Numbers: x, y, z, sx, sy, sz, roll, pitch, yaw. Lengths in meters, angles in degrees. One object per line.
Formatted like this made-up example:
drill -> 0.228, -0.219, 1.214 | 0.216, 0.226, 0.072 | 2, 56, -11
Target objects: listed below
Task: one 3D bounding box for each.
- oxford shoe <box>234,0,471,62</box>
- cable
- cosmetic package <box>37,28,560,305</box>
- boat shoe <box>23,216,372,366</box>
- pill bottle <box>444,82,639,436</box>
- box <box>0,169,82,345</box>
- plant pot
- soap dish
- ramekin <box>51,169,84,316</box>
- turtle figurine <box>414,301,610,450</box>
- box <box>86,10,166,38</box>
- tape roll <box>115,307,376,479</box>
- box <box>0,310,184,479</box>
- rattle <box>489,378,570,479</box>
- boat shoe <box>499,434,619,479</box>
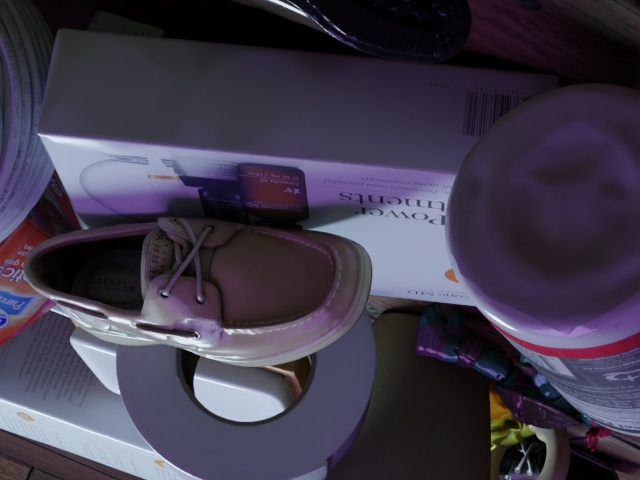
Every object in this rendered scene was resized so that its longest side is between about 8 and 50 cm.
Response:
oxford shoe -> -0.006, -0.182, 1.128 | 0.227, 0.082, 0.096 | 23, 180, -7
cable -> -0.323, -0.105, 1.344 | 0.257, 0.257, 0.089 | 32, -168, 26
cosmetic package -> -0.010, -0.048, 1.340 | 0.377, 0.097, 0.284 | 6, 161, 5
boat shoe -> -0.101, 0.031, 1.301 | 0.302, 0.109, 0.098 | 0, 160, 36
pill bottle -> 0.219, 0.035, 1.164 | 0.176, 0.176, 0.318 | 9, 162, 29
box -> -0.313, -0.045, 1.488 | 0.122, 0.128, 0.257 | 44, -167, -49
plant pot -> 0.080, 0.227, 1.804 | 0.257, 0.274, 0.256 | 16, 162, 5
soap dish -> -0.141, 0.135, 2.014 | 0.291, 0.118, 0.229 | 15, 160, 14
ramekin -> -0.252, 0.008, 1.797 | 0.207, 0.109, 0.207 | 18, 160, 7
turtle figurine -> 0.218, 0.126, 1.664 | 0.234, 0.118, 0.175 | 17, 161, 25
box -> -0.162, -0.096, 1.500 | 0.063, 0.067, 0.324 | 17, 161, 7
tape roll -> -0.069, 0.126, 1.631 | 0.246, 0.246, 0.169 | 19, 168, 4
box -> -0.277, 0.202, 2.245 | 0.345, 0.168, 0.215 | 19, 161, 4
rattle -> 0.206, 0.274, 1.923 | 0.130, 0.199, 0.143 | 8, 157, 30
boat shoe -> 0.260, 0.268, 2.055 | 0.219, 0.077, 0.070 | 15, 162, -9
